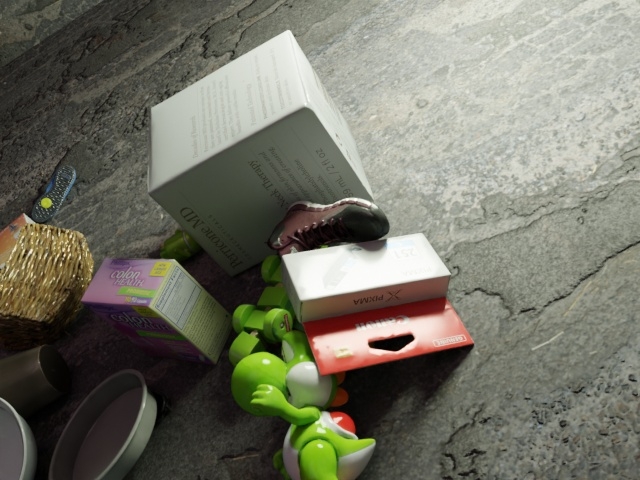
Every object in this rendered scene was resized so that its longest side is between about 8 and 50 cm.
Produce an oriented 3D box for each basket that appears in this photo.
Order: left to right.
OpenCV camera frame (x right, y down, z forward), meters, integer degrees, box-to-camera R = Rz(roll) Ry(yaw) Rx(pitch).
[{"bbox_3d":[-0.725,0.355,1.786,0.227,0.154,0.204,-26,65,6],"label":"basket"},{"bbox_3d":[-0.728,0.138,2.023,0.213,0.223,0.299,10,53,1],"label":"basket"}]

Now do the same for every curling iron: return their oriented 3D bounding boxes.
[{"bbox_3d":[-0.390,0.435,1.561,0.068,0.035,0.274,2,55,36],"label":"curling iron"}]

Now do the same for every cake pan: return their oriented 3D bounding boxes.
[{"bbox_3d":[-0.450,0.409,1.572,0.293,0.054,0.293,-31,34,24],"label":"cake pan"}]

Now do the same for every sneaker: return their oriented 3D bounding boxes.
[{"bbox_3d":[-0.844,-0.143,2.390,0.209,0.069,0.082,-63,14,-14],"label":"sneaker"},{"bbox_3d":[0.000,0.000,1.520,0.281,0.106,0.162,0,38,48],"label":"sneaker"}]

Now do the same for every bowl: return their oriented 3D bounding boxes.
[{"bbox_3d":[-0.730,0.493,1.642,0.298,0.134,0.298,-6,68,15],"label":"bowl"}]

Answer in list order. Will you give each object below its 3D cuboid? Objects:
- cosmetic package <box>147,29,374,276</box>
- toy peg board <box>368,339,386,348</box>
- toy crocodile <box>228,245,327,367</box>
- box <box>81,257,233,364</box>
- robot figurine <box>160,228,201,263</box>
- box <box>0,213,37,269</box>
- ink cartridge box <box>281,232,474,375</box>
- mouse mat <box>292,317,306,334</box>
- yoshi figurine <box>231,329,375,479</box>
[{"bbox_3d":[-0.142,-0.195,1.733,0.393,0.329,0.327,-27,43,13],"label":"cosmetic package"},{"bbox_3d":[0.062,0.158,1.473,0.160,0.079,0.161,-19,47,-3],"label":"toy peg board"},{"bbox_3d":[-0.082,0.128,1.575,0.115,0.105,0.340,3,51,37],"label":"toy crocodile"},{"bbox_3d":[-0.346,0.153,1.628,0.213,0.243,0.117,1,54,35],"label":"box"},{"bbox_3d":[-0.345,0.014,1.884,0.115,0.067,0.101,-28,30,11],"label":"robot figurine"},{"bbox_3d":[-0.890,0.023,2.240,0.130,0.091,0.170,-41,42,-3],"label":"box"},{"bbox_3d":[0.102,0.106,1.387,0.296,0.066,0.261,-9,40,-15],"label":"ink cartridge box"},{"bbox_3d":[-0.005,0.131,1.588,0.189,0.007,0.152,18,65,42],"label":"mouse mat"},{"bbox_3d":[-0.056,0.326,1.280,0.203,0.203,0.362,-43,45,31],"label":"yoshi figurine"}]
